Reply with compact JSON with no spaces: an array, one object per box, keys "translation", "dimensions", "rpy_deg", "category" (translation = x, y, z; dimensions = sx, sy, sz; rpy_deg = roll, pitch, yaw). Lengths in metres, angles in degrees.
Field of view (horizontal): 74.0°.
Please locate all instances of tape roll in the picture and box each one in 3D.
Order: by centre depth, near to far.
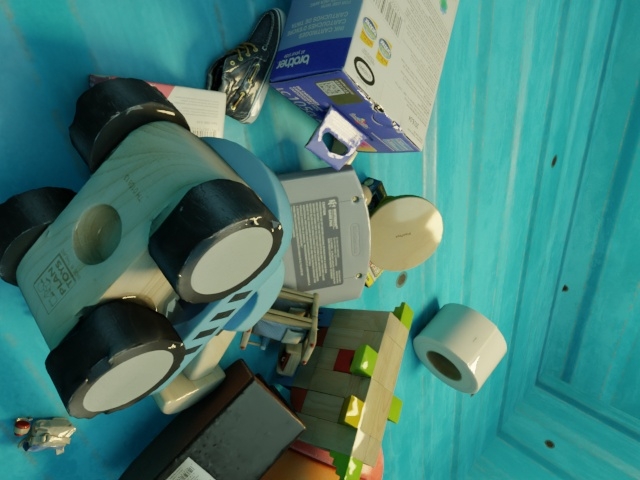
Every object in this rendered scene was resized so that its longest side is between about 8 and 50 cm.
[{"translation":[0.449,0.349,1.385],"dimensions":[0.169,0.246,0.246],"rpy_deg":[-41,133,-23],"category":"tape roll"}]

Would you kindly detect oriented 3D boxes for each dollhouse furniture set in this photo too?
[{"translation":[-0.092,0.196,0.837],"dimensions":[0.130,0.128,0.183],"rpy_deg":[15,127,-9],"category":"dollhouse furniture set"}]

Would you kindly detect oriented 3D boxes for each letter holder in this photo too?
[{"translation":[-0.213,0.379,0.805],"dimensions":[0.302,0.214,0.152],"rpy_deg":[-44,109,-14],"category":"letter holder"}]

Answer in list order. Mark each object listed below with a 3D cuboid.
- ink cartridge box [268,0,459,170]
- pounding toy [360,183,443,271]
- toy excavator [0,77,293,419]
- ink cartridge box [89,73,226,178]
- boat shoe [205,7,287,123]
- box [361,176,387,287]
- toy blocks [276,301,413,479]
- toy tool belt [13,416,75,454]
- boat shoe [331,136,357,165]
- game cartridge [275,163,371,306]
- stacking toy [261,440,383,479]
[{"translation":[0.082,-0.318,0.699],"dimensions":[0.270,0.151,0.394],"rpy_deg":[23,78,-51],"category":"ink cartridge box"},{"translation":[0.143,-0.038,0.949],"dimensions":[0.237,0.110,0.182],"rpy_deg":[11,115,-17],"category":"pounding toy"},{"translation":[-0.176,0.090,0.570],"dimensions":[0.433,0.222,0.445],"rpy_deg":[-47,156,6],"category":"toy excavator"},{"translation":[-0.229,-0.107,0.597],"dimensions":[0.159,0.092,0.217],"rpy_deg":[-8,113,-42],"category":"ink cartridge box"},{"translation":[-0.113,-0.277,0.649],"dimensions":[0.083,0.065,0.183],"rpy_deg":[11,102,-49],"category":"boat shoe"},{"translation":[0.116,-0.013,1.023],"dimensions":[0.159,0.044,0.233],"rpy_deg":[-47,135,-18],"category":"box"},{"translation":[0.025,0.297,0.930],"dimensions":[0.191,0.261,0.381],"rpy_deg":[46,54,-39],"category":"toy blocks"},{"translation":[-0.418,0.297,0.633],"dimensions":[0.083,0.052,0.051],"rpy_deg":[27,81,-47],"category":"toy tool belt"},{"translation":[0.049,-0.226,0.845],"dimensions":[0.059,0.063,0.169],"rpy_deg":[21,84,-45],"category":"boat shoe"},{"translation":[0.000,0.000,0.843],"dimensions":[0.198,0.062,0.296],"rpy_deg":[-12,120,-12],"category":"game cartridge"},{"translation":[0.048,0.457,1.038],"dimensions":[0.350,0.351,0.479],"rpy_deg":[48,59,-46],"category":"stacking toy"}]
